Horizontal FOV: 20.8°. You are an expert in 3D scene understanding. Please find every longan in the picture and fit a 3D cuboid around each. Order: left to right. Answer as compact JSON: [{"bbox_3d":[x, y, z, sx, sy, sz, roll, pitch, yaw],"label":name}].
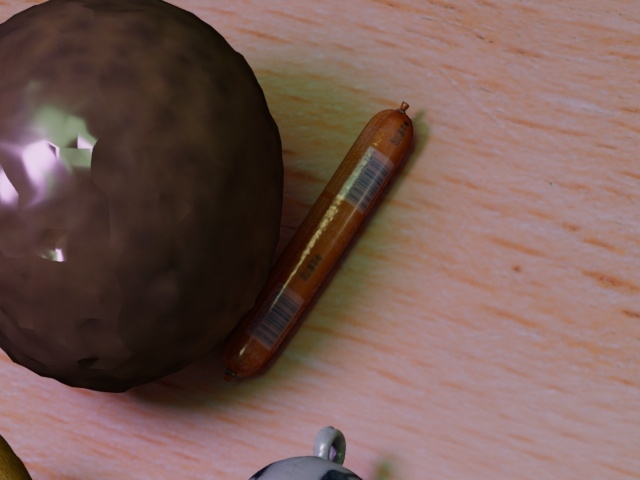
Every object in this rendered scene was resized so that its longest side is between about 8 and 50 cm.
[{"bbox_3d":[-0.222,-0.051,1.712,0.391,0.391,0.391,-10,60,18],"label":"longan"}]

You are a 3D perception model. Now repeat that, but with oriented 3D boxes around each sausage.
[{"bbox_3d":[0.000,0.000,1.787,0.053,0.053,0.348,25,75,32],"label":"sausage"}]

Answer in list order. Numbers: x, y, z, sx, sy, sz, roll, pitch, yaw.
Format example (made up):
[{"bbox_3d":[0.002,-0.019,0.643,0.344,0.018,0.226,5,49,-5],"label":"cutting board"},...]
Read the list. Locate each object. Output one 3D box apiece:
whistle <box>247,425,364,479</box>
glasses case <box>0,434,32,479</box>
[{"bbox_3d":[-0.021,0.303,1.568,0.163,0.163,0.290,3,64,25],"label":"whistle"},{"bbox_3d":[-0.440,0.312,1.642,0.371,0.173,0.141,-46,61,11],"label":"glasses case"}]
